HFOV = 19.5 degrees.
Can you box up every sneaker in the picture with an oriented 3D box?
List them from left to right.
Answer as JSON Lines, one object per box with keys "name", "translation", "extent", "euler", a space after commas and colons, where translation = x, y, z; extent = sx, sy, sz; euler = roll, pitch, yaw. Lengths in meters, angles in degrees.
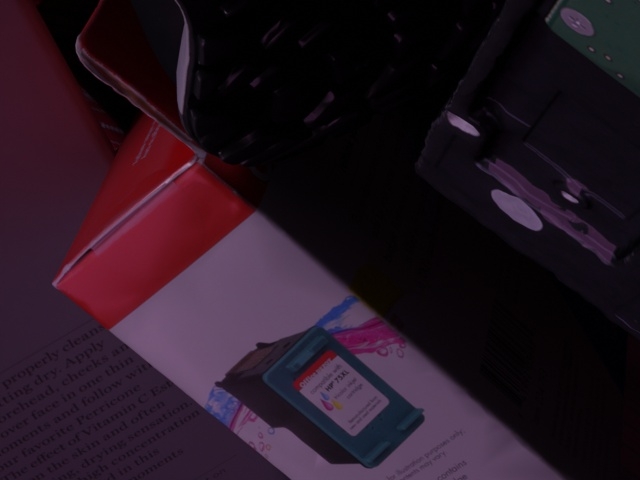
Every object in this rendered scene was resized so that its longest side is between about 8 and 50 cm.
{"name": "sneaker", "translation": [-0.026, -0.118, 0.463], "extent": [0.124, 0.107, 0.283], "euler": [62, -177, 21]}

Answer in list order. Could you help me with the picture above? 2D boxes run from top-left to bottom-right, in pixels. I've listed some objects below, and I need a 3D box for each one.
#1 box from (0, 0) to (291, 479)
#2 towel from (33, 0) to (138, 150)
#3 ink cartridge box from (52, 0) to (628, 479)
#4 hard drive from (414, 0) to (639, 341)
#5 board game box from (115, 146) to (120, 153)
{"name": "box", "translation": [-0.171, -0.018, 0.748], "extent": [0.215, 0.168, 0.345], "euler": [54, 172, 42]}
{"name": "towel", "translation": [-0.039, -0.031, 0.904], "extent": [0.275, 0.031, 0.199], "euler": [45, 166, -32]}
{"name": "ink cartridge box", "translation": [0.000, 0.000, 0.633], "extent": [0.231, 0.078, 0.134], "euler": [41, -148, -17]}
{"name": "hard drive", "translation": [0.149, -0.006, 0.381], "extent": [0.237, 0.064, 0.339], "euler": [37, 169, 4]}
{"name": "board game box", "translation": [-0.002, 0.045, 0.809], "extent": [0.201, 0.035, 0.136], "euler": [48, 174, 29]}
